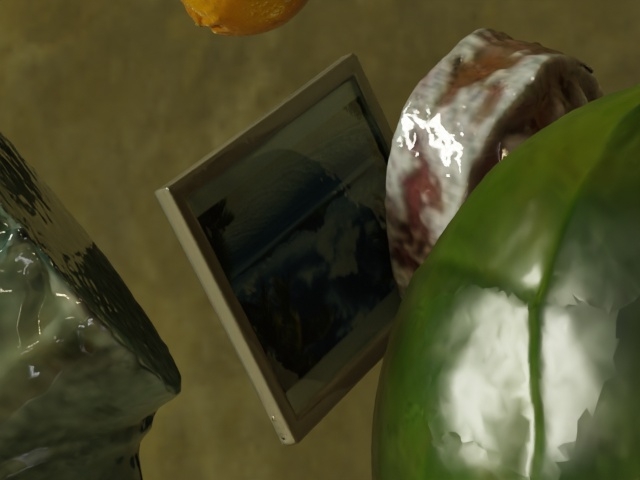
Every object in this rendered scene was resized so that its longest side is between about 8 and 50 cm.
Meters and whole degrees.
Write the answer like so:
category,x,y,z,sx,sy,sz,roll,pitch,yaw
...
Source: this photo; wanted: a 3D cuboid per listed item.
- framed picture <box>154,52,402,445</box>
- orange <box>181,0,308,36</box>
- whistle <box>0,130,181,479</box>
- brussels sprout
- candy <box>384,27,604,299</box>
category,x,y,z,sx,sy,sz,roll,pitch,yaw
framed picture,0.000,0.000,1.630,0.024,0.315,0.232,-18,104,35
orange,-0.087,-0.297,2.049,0.177,0.155,0.177,49,171,10
whistle,-0.216,0.006,0.847,0.168,0.405,0.188,-39,43,1
brussels sprout,0.203,0.072,0.872,0.354,0.281,0.289,16,74,12
candy,0.151,-0.035,1.644,0.157,0.214,0.290,27,137,38
